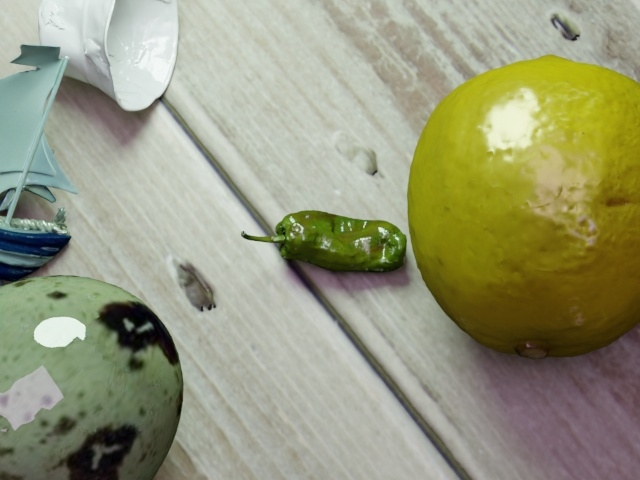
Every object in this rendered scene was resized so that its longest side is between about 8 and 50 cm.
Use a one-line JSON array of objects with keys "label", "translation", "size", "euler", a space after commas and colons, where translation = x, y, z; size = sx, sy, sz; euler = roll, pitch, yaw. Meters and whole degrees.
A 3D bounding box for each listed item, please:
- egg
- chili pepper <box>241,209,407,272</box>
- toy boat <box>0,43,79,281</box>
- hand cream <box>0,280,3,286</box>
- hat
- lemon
[{"label": "egg", "translation": [-0.328, 0.198, 1.630], "size": [0.379, 0.287, 0.287], "euler": [-26, 74, 0]}, {"label": "chili pepper", "translation": [0.000, -0.003, 1.808], "size": [0.204, 0.073, 0.072], "euler": [8, 54, -10]}, {"label": "toy boat", "translation": [-0.360, -0.079, 1.785], "size": [0.291, 0.070, 0.210], "euler": [-50, 120, -7]}, {"label": "hand cream", "translation": [-0.531, 0.108, 1.765], "size": [0.321, 0.067, 0.109], "euler": [-13, 37, -4]}, {"label": "hat", "translation": [-0.267, -0.261, 1.849], "size": [0.126, 0.203, 0.203], "euler": [7, 72, 21]}, {"label": "lemon", "translation": [0.257, -0.037, 1.693], "size": [0.348, 0.348, 0.347], "euler": [0, 73, 0]}]
